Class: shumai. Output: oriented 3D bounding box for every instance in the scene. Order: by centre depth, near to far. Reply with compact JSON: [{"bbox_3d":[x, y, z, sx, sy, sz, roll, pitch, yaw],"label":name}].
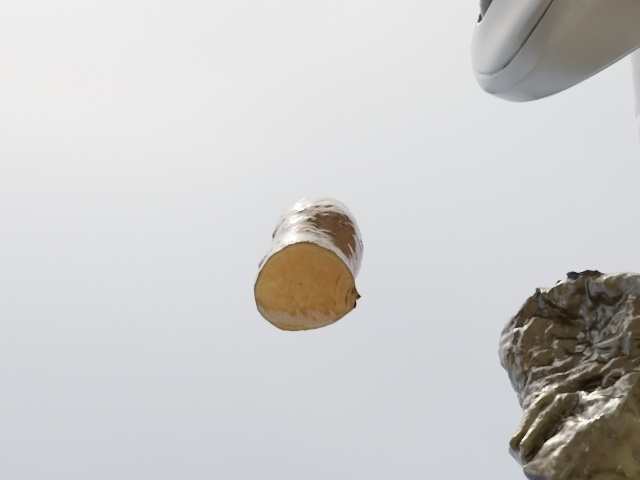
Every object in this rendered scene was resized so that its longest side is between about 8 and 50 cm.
[{"bbox_3d":[0.347,0.201,1.144,0.217,0.346,0.283,45,-127,-35],"label":"shumai"}]

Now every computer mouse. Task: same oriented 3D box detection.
[{"bbox_3d":[0.228,-0.229,0.743,0.121,0.297,0.184,47,-147,-28],"label":"computer mouse"}]

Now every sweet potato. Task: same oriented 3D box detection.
[{"bbox_3d":[-0.003,-0.001,1.292,0.131,0.131,0.336,38,-157,-10],"label":"sweet potato"}]

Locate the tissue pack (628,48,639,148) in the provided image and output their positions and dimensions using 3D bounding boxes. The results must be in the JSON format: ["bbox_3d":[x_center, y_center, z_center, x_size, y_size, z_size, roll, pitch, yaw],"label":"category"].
[{"bbox_3d":[0.441,-0.174,0.805,0.194,0.356,0.266,1,-100,-23],"label":"tissue pack"}]
